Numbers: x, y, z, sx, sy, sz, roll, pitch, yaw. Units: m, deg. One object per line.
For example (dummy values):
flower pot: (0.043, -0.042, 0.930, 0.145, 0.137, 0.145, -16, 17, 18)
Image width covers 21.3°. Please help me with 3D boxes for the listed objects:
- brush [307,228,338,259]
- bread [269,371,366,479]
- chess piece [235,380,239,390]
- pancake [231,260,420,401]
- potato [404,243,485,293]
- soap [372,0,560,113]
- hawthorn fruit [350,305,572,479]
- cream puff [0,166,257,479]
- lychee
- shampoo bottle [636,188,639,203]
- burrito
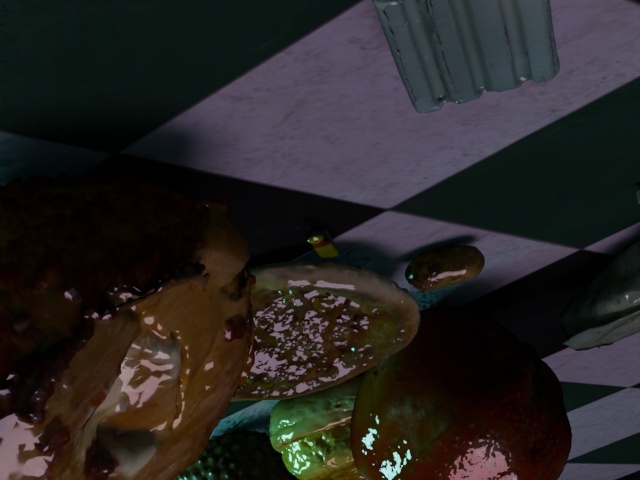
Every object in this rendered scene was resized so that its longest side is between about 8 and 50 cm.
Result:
brush: (0.000, 0.000, 1.594, 0.018, 0.021, 0.083, -16, 166, 8)
bread: (0.044, 0.235, 2.133, 0.198, 0.120, 0.236, -19, 160, 18)
chess piece: (-0.222, 0.080, 1.546, 0.300, 0.137, 0.137, -3, 161, 0)
pancake: (-0.033, 0.092, 1.732, 0.282, 0.049, 0.282, -7, 148, -4)
potato: (0.126, 0.027, 1.734, 0.083, 0.040, 0.051, -16, 173, 6)
soap: (0.098, -0.159, 1.158, 0.114, 0.063, 0.198, -15, 161, 6)
hawthorn fruit: (0.134, 0.230, 1.926, 0.300, 0.254, 0.254, -50, 150, 13)
cream puff: (-0.216, 0.090, 1.340, 0.350, 0.228, 0.350, -39, 147, -31)
lychee: (-0.097, 0.336, 2.225, 0.200, 0.238, 0.200, -13, 120, -24)
shampoo bottle: (0.376, -0.042, 1.739, 0.049, 0.034, 0.141, -33, 156, 30)
burrito: (0.368, 0.049, 1.912, 0.144, 0.089, 0.229, -20, 167, -32)
